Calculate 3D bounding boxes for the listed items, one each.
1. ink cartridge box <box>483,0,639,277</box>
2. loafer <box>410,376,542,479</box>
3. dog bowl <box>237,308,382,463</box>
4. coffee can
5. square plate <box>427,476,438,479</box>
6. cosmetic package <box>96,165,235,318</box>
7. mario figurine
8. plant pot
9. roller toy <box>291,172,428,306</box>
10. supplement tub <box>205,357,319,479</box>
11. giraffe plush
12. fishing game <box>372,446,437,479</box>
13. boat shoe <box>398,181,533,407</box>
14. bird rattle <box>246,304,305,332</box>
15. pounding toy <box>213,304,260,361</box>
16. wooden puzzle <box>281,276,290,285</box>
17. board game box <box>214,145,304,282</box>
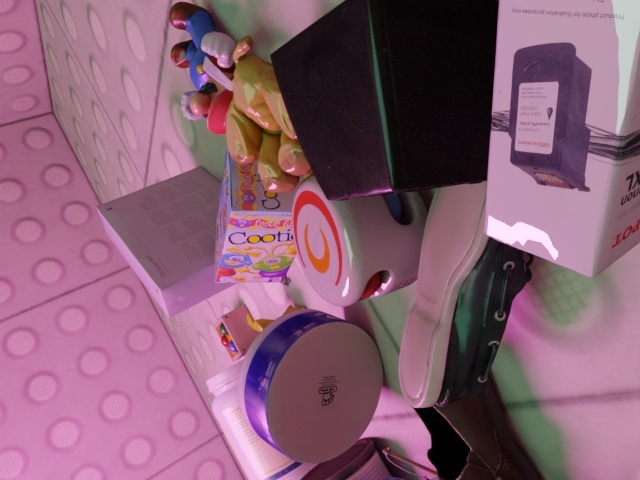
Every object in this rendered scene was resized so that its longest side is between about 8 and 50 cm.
[{"bbox_3d":[0.213,-0.118,0.372,0.100,0.172,0.237,31,138,45],"label":"ink cartridge box"},{"bbox_3d":[0.219,0.331,0.773,0.365,0.130,0.134,64,152,1],"label":"loafer"},{"bbox_3d":[-0.014,0.267,0.968,0.104,0.265,0.264,8,120,55],"label":"dog bowl"},{"bbox_3d":[0.099,0.605,1.122,0.275,0.202,0.201,58,151,10],"label":"coffee can"},{"bbox_3d":[0.164,0.597,0.938,0.049,0.348,0.343,-66,-46,-81],"label":"square plate"},{"bbox_3d":[-0.313,-0.018,1.218,0.377,0.285,0.097,39,143,39],"label":"cosmetic package"},{"bbox_3d":[-0.208,-0.292,0.930,0.320,0.170,0.198,56,-174,31],"label":"mario figurine"},{"bbox_3d":[0.080,-0.131,0.532,0.188,0.188,0.166,-2,96,59],"label":"plant pot"},{"bbox_3d":[0.059,-0.009,0.746,0.191,0.146,0.209,27,127,59],"label":"roller toy"},{"bbox_3d":[-0.137,0.462,1.363,0.324,0.236,0.235,60,151,8],"label":"supplement tub"},{"bbox_3d":[-0.036,-0.195,0.734,0.210,0.171,0.181,56,141,5],"label":"giraffe plush"},{"bbox_3d":[0.149,0.538,0.978,0.189,0.041,0.264,24,101,11],"label":"fishing game"},{"bbox_3d":[0.186,0.041,0.606,0.127,0.113,0.339,-137,56,-72],"label":"boat shoe"},{"bbox_3d":[-0.076,0.280,1.198,0.207,0.143,0.253,66,-169,-66],"label":"bird rattle"},{"bbox_3d":[-0.238,0.324,1.568,0.206,0.094,0.181,60,151,9],"label":"pounding toy"},{"bbox_3d":[-0.096,0.079,1.223,0.083,0.006,0.049,24,132,50],"label":"wooden puzzle"},{"bbox_3d":[-0.114,-0.041,0.966,0.275,0.142,0.144,119,148,-58],"label":"board game box"}]
